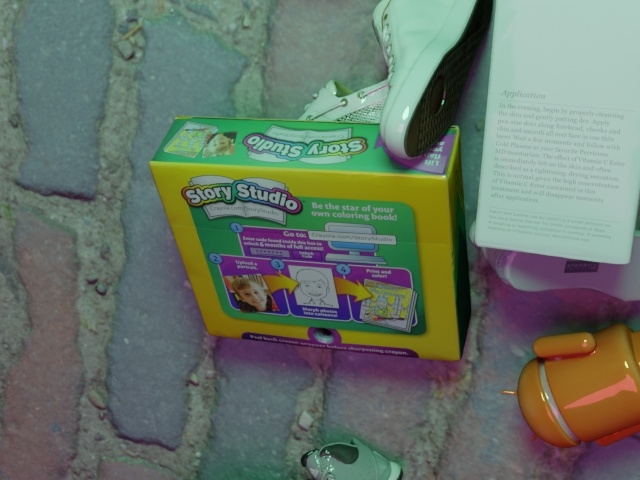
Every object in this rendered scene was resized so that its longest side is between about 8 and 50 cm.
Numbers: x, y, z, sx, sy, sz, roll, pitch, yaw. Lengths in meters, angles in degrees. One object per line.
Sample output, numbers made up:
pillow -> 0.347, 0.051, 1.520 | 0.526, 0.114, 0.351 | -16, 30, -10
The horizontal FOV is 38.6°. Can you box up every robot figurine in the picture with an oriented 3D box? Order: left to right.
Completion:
robot figurine -> 0.345, 0.184, 1.161 | 0.219, 0.158, 0.128 | -28, 59, 25

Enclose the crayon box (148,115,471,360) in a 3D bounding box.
crayon box -> 0.000, 0.000, 1.164 | 0.362, 0.106, 0.313 | 4, 133, 17

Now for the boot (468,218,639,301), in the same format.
boot -> 0.313, 0.006, 1.126 | 0.258, 0.123, 0.095 | 5, 114, -20

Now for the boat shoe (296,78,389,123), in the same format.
boat shoe -> 0.027, -0.158, 1.172 | 0.277, 0.098, 0.096 | -15, 88, 26

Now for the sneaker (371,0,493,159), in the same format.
sneaker -> 0.102, -0.203, 1.041 | 0.123, 0.290, 0.106 | 11, 141, 21

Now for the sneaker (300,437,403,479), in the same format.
sneaker -> 0.007, 0.371, 1.302 | 0.132, 0.228, 0.086 | 38, 139, 12

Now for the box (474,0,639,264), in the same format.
box -> 0.280, -0.177, 1.006 | 0.168, 0.215, 0.345 | 8, 110, 16
